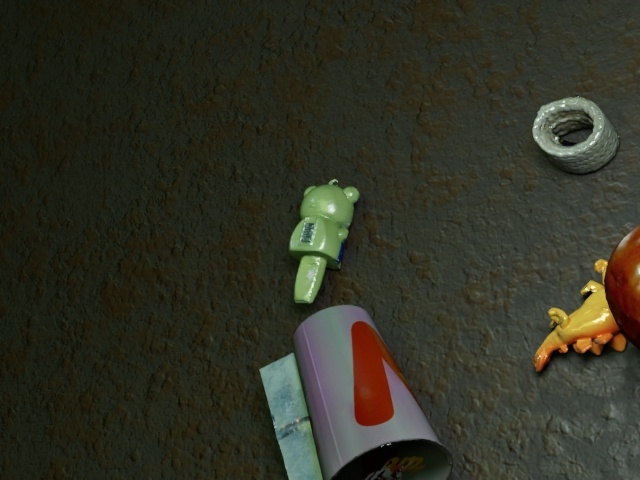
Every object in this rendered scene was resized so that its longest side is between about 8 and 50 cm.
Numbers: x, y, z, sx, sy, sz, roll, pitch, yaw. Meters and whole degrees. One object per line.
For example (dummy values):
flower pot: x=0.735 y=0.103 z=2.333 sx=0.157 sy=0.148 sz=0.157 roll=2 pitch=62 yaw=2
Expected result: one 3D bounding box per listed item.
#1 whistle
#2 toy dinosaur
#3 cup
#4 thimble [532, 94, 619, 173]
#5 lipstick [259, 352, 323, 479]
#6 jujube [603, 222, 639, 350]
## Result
whistle: x=0.000 y=0.000 z=2.134 sx=0.105 sy=0.085 sz=0.227 roll=0 pitch=66 yaw=32
toy dinosaur: x=0.419 y=0.095 z=1.849 sx=0.288 sy=0.070 sz=0.117 roll=-46 pitch=63 yaw=9
cup: x=0.060 y=0.245 z=1.927 sx=0.203 sy=0.203 sz=0.288 roll=-34 pitch=48 yaw=13
thimble: x=0.392 y=-0.160 z=1.975 sx=0.115 sy=0.090 sz=0.102 roll=26 pitch=85 yaw=35
lipstick: x=-0.018 y=0.320 z=1.993 sx=0.076 sy=0.077 sz=0.289 roll=-27 pitch=57 yaw=17
jujube: x=0.529 y=0.094 z=1.694 sx=0.223 sy=0.223 sz=0.318 roll=-46 pitch=66 yaw=4
